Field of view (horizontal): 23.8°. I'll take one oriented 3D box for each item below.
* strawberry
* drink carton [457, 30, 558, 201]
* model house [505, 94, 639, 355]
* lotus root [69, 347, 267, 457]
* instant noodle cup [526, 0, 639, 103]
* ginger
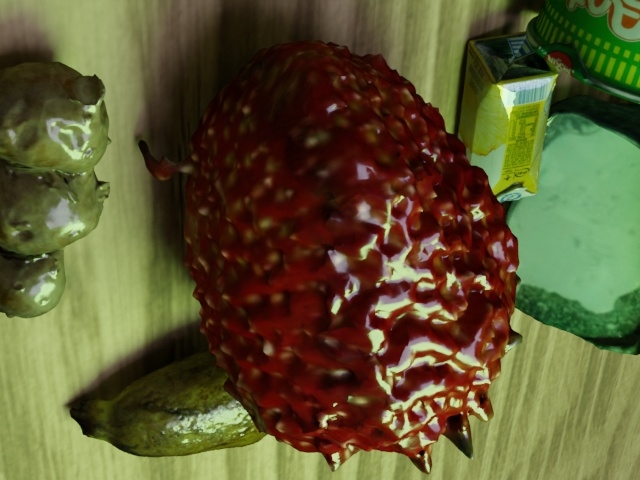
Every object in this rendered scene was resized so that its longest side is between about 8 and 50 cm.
[{"bbox_3d":[-0.002,0.001,1.181,0.292,0.292,0.343,-38,119,-8],"label":"strawberry"},{"bbox_3d":[0.162,-0.088,1.369,0.075,0.084,0.200,-13,139,-14],"label":"drink carton"},{"bbox_3d":[0.340,-0.054,1.537,0.291,0.184,0.253,-31,140,-41],"label":"model house"},{"bbox_3d":[-0.119,0.147,1.325,0.191,0.094,0.108,-16,144,-29],"label":"lotus root"},{"bbox_3d":[0.298,-0.247,1.252,0.207,0.207,0.232,-10,127,-40],"label":"instant noodle cup"},{"bbox_3d":[-0.200,-0.033,1.061,0.104,0.080,0.204,-1,129,-14],"label":"ginger"}]
